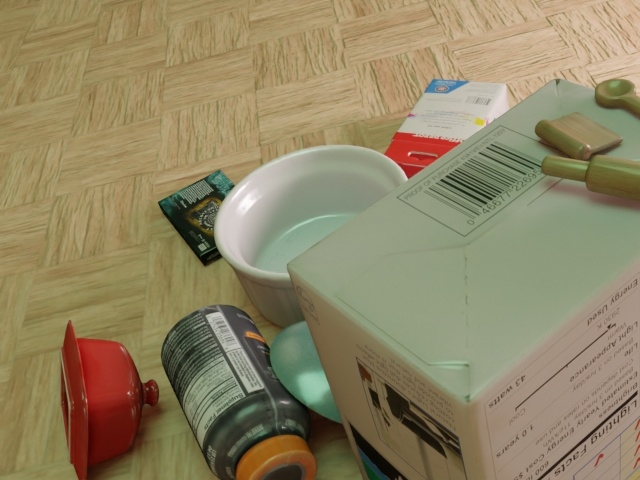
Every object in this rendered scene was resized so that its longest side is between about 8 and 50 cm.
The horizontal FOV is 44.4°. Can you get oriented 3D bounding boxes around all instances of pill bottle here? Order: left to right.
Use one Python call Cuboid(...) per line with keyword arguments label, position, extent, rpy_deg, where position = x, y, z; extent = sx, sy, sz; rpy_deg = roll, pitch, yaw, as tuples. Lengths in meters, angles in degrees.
Cuboid(label="pill bottle", position=(-0.094, 0.196, 0.929), extent=(0.130, 0.130, 0.246), rpy_deg=(-27, 43, -12))

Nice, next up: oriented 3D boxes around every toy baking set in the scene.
Cuboid(label="toy baking set", position=(0.309, -0.091, 0.637), extent=(0.256, 0.030, 0.197), rpy_deg=(20, 52, 36))

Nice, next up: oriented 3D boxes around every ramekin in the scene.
Cuboid(label="ramekin", position=(0.000, 0.000, 1.112), extent=(0.277, 0.135, 0.277), rpy_deg=(-9, 41, 8))

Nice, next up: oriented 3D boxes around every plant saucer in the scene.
Cuboid(label="plant saucer", position=(0.037, 0.144, 0.937), extent=(0.194, 0.038, 0.195), rpy_deg=(16, 27, -9))

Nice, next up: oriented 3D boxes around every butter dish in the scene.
Cuboid(label="butter dish", position=(-0.264, 0.199, 0.993), extent=(0.118, 0.160, 0.160), rpy_deg=(-4, 36, -22))

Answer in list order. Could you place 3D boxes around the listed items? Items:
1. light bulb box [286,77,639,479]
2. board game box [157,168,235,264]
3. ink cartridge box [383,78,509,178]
Cuboid(label="light bulb box", position=(0.207, 0.104, 0.756), extent=(0.357, 0.361, 0.225), rpy_deg=(-34, 42, -20))
Cuboid(label="board game box", position=(-0.178, -0.043, 1.300), extent=(0.126, 0.026, 0.186), rpy_deg=(-30, 42, -15))
Cuboid(label="ink cartridge box", position=(0.205, -0.165, 1.269), extent=(0.134, 0.078, 0.231), rpy_deg=(11, 48, 29))
